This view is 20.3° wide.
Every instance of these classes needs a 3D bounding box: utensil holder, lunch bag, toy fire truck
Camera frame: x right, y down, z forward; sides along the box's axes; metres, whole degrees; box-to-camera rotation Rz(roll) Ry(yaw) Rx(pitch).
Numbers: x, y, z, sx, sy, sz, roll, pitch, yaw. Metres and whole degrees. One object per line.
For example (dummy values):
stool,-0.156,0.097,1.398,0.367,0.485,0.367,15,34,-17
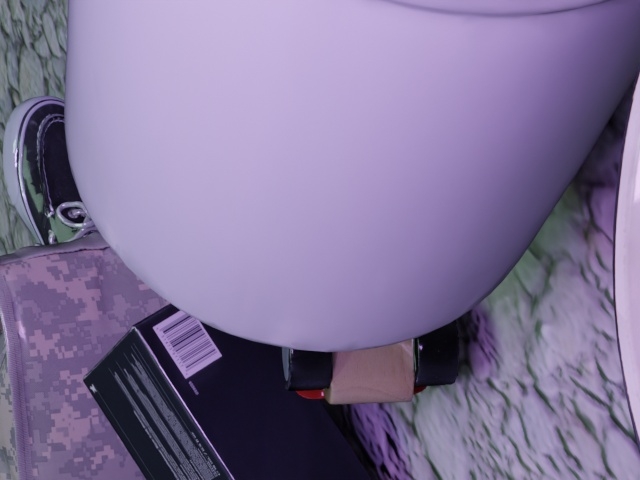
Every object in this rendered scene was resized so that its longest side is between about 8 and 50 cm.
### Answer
utensil holder,0.024,-0.156,0.934,0.385,0.327,0.328,111,142,-59
lunch bag,-0.179,0.127,1.572,0.169,0.235,0.287,-157,61,-63
toy fire truck,0.000,0.000,1.308,0.246,0.158,0.217,-162,70,-83

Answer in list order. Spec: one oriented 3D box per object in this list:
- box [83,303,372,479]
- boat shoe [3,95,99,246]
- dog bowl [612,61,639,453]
box,-0.061,0.174,1.403,0.261,0.103,0.184,57,152,3
boat shoe,-0.229,0.000,1.780,0.105,0.113,0.306,-12,90,58
dog bowl,0.285,-0.015,0.595,0.408,0.150,0.408,-21,65,56
